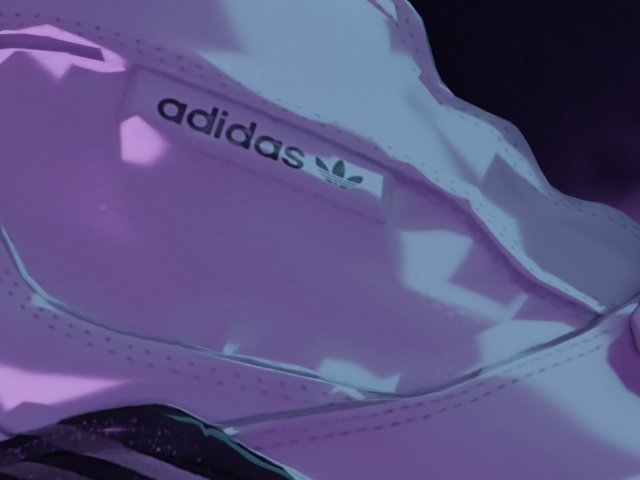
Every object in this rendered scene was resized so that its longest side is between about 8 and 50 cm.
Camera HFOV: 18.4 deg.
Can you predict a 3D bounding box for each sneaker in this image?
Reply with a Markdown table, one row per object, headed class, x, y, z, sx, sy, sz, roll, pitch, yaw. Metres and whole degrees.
| class | x | y | z | sx | sy | sz | roll | pitch | yaw |
| --- | --- | --- | --- | --- | --- | --- | --- | --- | --- |
| sneaker | 0.027 | 0.001 | 0.383 | 0.366 | 0.210 | 0.137 | 6 | -17 | -5 |

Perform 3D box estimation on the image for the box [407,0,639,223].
| class | x | y | z | sx | sy | sz | roll | pitch | yaw |
| --- | --- | --- | --- | --- | --- | --- | --- | --- | --- |
| box | 0.000 | 0.000 | 0.566 | 0.343 | 0.312 | 0.179 | 37 | 1 | 16 |
